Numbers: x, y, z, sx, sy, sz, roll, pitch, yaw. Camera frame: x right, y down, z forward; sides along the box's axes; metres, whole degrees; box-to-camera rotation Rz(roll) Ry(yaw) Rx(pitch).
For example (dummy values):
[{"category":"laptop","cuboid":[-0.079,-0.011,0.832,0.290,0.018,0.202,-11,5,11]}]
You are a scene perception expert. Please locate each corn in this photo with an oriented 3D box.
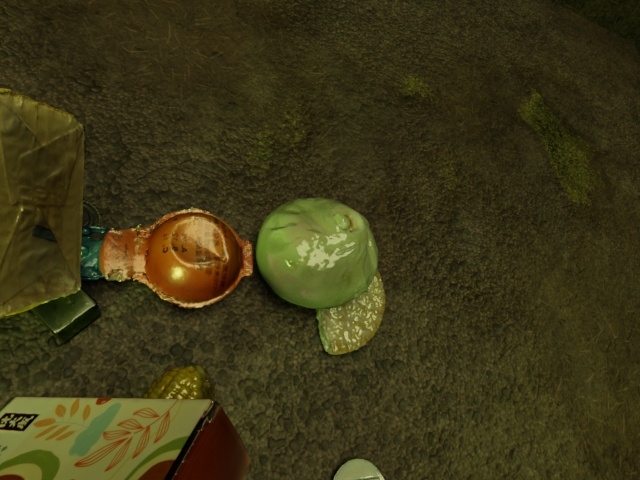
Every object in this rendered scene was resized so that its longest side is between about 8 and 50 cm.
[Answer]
[{"category":"corn","cuboid":[-0.295,0.362,0.690,0.120,0.120,0.363,36,59,-4]}]

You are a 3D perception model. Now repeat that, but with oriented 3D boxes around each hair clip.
[{"category":"hair clip","cuboid":[0.067,0.485,0.831,0.172,0.049,0.116,5,69,-24]}]

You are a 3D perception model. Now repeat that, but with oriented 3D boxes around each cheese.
[{"category":"cheese","cuboid":[-0.293,0.029,0.841,0.329,0.129,0.217,1,66,-22]}]

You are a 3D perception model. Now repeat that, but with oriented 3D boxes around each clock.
[{"category":"clock","cuboid":[-0.482,-0.046,0.864,0.074,0.010,0.083,-27,79,-31]}]

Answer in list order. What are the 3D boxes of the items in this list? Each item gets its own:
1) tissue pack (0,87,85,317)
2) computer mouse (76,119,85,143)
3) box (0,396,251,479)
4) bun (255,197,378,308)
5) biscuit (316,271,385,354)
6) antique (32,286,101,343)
[{"category":"tissue pack","cuboid":[-0.566,-0.056,0.596,0.382,0.228,0.293,5,93,1]},{"category":"computer mouse","cuboid":[-0.528,-0.168,0.847,0.062,0.106,0.192,19,59,-8]},{"category":"box","cuboid":[-0.323,0.351,0.474,0.344,0.385,0.122,-63,139,-54]},{"category":"bun","cuboid":[0.000,0.000,0.924,0.283,0.179,0.283,7,45,-8]},{"category":"biscuit","cuboid":[0.061,0.139,0.997,0.188,0.040,0.265,33,56,-6]},{"category":"antique","cuboid":[-0.498,0.072,0.761,0.221,0.081,0.080,44,56,2]}]
